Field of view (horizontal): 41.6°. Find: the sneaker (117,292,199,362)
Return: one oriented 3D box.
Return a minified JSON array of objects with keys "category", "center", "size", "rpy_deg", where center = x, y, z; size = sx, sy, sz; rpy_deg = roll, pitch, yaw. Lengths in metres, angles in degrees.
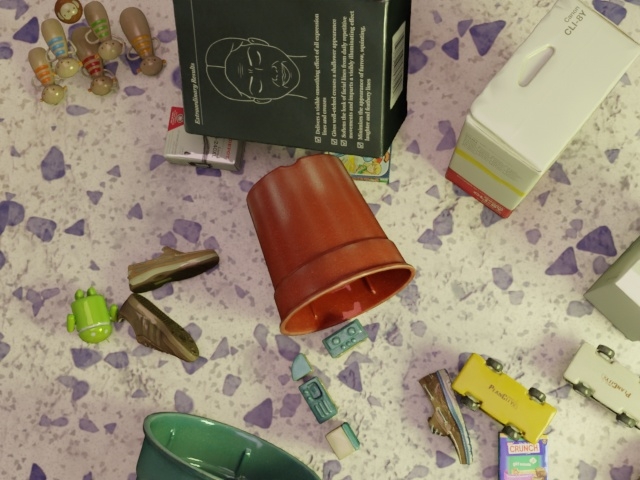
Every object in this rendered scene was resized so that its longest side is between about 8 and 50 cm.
[{"category":"sneaker","center":[-0.321,0.187,1.664],"size":[0.188,0.066,0.071],"rpy_deg":[41,102,14]}]

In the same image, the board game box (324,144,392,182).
[{"category":"board game box","center":[0.081,-0.221,1.709],"size":[0.136,0.035,0.201],"rpy_deg":[4,81,5]}]

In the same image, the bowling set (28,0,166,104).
[{"category":"bowling set","center":[-0.481,-0.383,1.700],"size":[0.287,0.200,0.154],"rpy_deg":[-24,81,4]}]

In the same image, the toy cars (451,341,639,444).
[{"category":"toy cars","center":[0.440,0.285,1.578],"size":[0.394,0.087,0.176],"rpy_deg":[-6,79,-1]}]

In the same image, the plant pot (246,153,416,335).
[{"category":"plant pot","center":[0.000,0.000,1.578],"size":[0.272,0.272,0.265],"rpy_deg":[-24,71,0]}]

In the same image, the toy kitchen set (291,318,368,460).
[{"category":"toy kitchen set","center":[0.053,0.276,1.584],"size":[0.166,0.122,0.207],"rpy_deg":[-32,80,-2]}]

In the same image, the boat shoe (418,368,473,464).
[{"category":"boat shoe","center":[0.236,0.339,1.595],"size":[0.066,0.066,0.183],"rpy_deg":[-19,70,6]}]

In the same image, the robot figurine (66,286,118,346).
[{"category":"robot figurine","center":[-0.453,0.152,1.668],"size":[0.101,0.067,0.115],"rpy_deg":[-12,77,-28]}]

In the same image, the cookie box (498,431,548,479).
[{"category":"cookie box","center":[0.378,0.415,1.579],"size":[0.092,0.040,0.107],"rpy_deg":[1,80,5]}]

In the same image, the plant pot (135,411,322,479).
[{"category":"plant pot","center":[-0.208,0.525,1.475],"size":[0.341,0.341,0.334],"rpy_deg":[22,91,7]}]

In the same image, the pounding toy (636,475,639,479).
[{"category":"pounding toy","center":[0.614,0.437,1.513],"size":[0.100,0.130,0.141],"rpy_deg":[38,85,9]}]

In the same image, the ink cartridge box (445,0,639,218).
[{"category":"ink cartridge box","center":[0.379,-0.219,1.510],"size":[0.160,0.384,0.279],"rpy_deg":[38,85,9]}]

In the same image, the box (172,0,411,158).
[{"category":"box","center":[-0.045,-0.345,1.555],"size":[0.396,0.212,0.293],"rpy_deg":[10,124,15]}]

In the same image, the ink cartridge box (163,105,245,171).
[{"category":"ink cartridge box","center":[-0.232,-0.206,1.714],"size":[0.151,0.063,0.109],"rpy_deg":[7,81,5]}]

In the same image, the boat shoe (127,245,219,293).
[{"category":"boat shoe","center":[-0.297,0.042,1.679],"size":[0.190,0.068,0.072],"rpy_deg":[-17,68,1]}]

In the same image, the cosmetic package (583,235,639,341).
[{"category":"cosmetic package","center":[0.623,0.057,1.528],"size":[0.138,0.224,0.224],"rpy_deg":[43,85,9]}]
